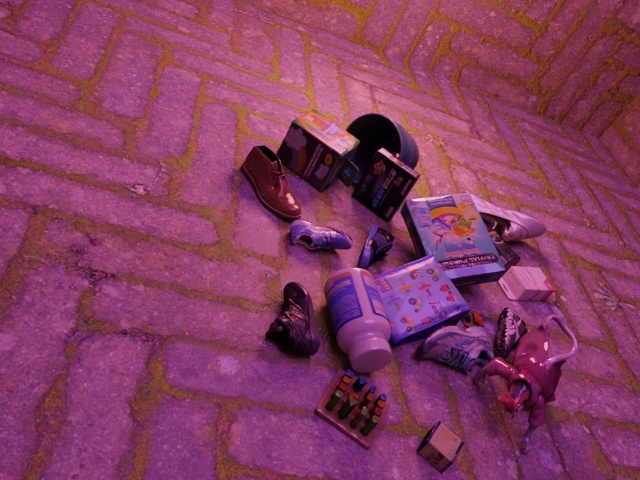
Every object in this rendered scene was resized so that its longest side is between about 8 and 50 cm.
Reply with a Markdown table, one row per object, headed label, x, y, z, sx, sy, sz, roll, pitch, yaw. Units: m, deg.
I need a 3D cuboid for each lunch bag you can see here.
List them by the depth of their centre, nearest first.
| label | x | y | z | sx | sy | sz | roll | pitch | yaw |
| --- | --- | --- | --- | --- | --- | --- | --- | --- | --- |
| lunch bag | 0.269 | 0.192 | 1.806 | 0.293 | 0.138 | 0.221 | -12 | 55 | -30 |

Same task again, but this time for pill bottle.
| label | x | y | z | sx | sy | sz | roll | pitch | yaw |
| --- | --- | --- | --- | --- | --- | --- | --- | --- | --- |
| pill bottle | 0.107 | 0.221 | 1.628 | 0.152 | 0.152 | 0.272 | 10 | 42 | -24 |

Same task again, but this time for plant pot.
| label | x | y | z | sx | sy | sz | roll | pitch | yaw |
| --- | --- | --- | --- | --- | --- | --- | --- | --- | --- |
| plant pot | 0.254 | -0.341 | 2.305 | 0.272 | 0.272 | 0.255 | 49 | 25 | 24 |

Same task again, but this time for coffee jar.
| label | x | y | z | sx | sy | sz | roll | pitch | yaw |
| --- | --- | --- | --- | --- | --- | --- | --- | --- | --- |
| coffee jar | 0.678 | 0.033 | 2.282 | 0.096 | 0.079 | 0.184 | -12 | 54 | -38 |

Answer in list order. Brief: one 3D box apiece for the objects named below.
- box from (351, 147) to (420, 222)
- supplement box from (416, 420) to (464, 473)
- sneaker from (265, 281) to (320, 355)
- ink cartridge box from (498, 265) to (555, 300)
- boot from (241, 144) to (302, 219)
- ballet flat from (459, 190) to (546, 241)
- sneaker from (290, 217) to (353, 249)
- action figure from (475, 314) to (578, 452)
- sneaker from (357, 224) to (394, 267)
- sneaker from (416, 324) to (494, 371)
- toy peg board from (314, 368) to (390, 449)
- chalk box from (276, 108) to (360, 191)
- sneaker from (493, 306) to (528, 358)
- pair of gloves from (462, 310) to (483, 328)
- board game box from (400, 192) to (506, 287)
| label | x | y | z | sx | sy | sz | roll | pitch | yaw |
| --- | --- | --- | --- | --- | --- | --- | --- | --- | --- |
| box | 0.234 | -0.200 | 2.140 | 0.175 | 0.220 | 0.051 | 38 | 38 | 10 |
| supplement box | 0.303 | 0.521 | 1.489 | 0.083 | 0.056 | 0.083 | 39 | 38 | 13 |
| sneaker | -0.086 | 0.199 | 1.578 | 0.130 | 0.087 | 0.228 | 13 | 45 | -31 |
| ink cartridge box | 0.764 | 0.161 | 2.201 | 0.198 | 0.067 | 0.115 | 3 | 45 | -30 |
| boot | -0.156 | -0.197 | 1.968 | 0.112 | 0.115 | 0.305 | -14 | 56 | -45 |
| ballet flat | 0.729 | -0.069 | 2.417 | 0.399 | 0.139 | 0.139 | 22 | 37 | -3 |
| sneaker | 0.000 | 0.000 | 1.883 | 0.211 | 0.080 | 0.081 | 13 | 45 | -6 |
| action figure | 0.608 | 0.406 | 1.668 | 0.248 | 0.276 | 0.370 | 50 | 27 | 16 |
| sneaker | 0.190 | 0.026 | 1.965 | 0.090 | 0.082 | 0.232 | 24 | 36 | 4 |
| sneaker | 0.412 | 0.325 | 1.748 | 0.282 | 0.110 | 0.122 | 0 | 49 | -33 |
| toy peg board | 0.096 | 0.401 | 1.473 | 0.161 | 0.079 | 0.161 | 35 | 37 | 6 |
| chalk box | 0.016 | -0.315 | 2.166 | 0.288 | 0.180 | 0.179 | 37 | 38 | 7 |
| sneaker | 0.632 | 0.315 | 1.927 | 0.106 | 0.078 | 0.234 | 30 | 35 | 4 |
| pair of gloves | 0.503 | 0.263 | 1.958 | 0.083 | 0.010 | 0.074 | 12 | 42 | -18 |
| board game box | 0.453 | -0.002 | 2.042 | 0.253 | 0.079 | 0.336 | -8 | 57 | -13 |
